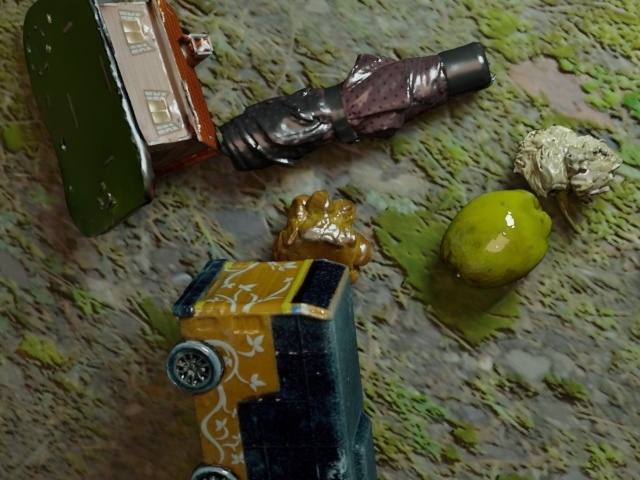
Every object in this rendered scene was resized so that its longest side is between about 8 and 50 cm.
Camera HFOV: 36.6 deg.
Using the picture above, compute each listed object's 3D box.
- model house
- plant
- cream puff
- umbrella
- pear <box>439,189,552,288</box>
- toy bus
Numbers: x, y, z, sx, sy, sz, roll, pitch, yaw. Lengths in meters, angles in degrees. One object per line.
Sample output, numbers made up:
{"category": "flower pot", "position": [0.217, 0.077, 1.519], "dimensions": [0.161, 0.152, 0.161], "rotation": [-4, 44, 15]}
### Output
{"category": "model house", "position": [-0.222, -0.167, 1.143], "dimensions": [0.154, 0.207, 0.293], "rotation": [-13, 82, -37]}
{"category": "plant", "position": [0.281, -0.071, 1.115], "dimensions": [0.117, 0.104, 0.121], "rotation": [20, 124, 32]}
{"category": "cream puff", "position": [0.000, 0.000, 1.138], "dimensions": [0.116, 0.094, 0.122], "rotation": [-14, 124, 10]}
{"category": "umbrella", "position": [0.043, -0.153, 1.119], "dimensions": [0.326, 0.090, 0.094], "rotation": [-16, 70, 8]}
{"category": "pear", "position": [0.201, 0.000, 1.108], "dimensions": [0.131, 0.107, 0.107], "rotation": [-43, 89, 13]}
{"category": "toy bus", "position": [-0.046, 0.191, 1.086], "dimensions": [0.194, 0.162, 0.323], "rotation": [-4, 109, 11]}
